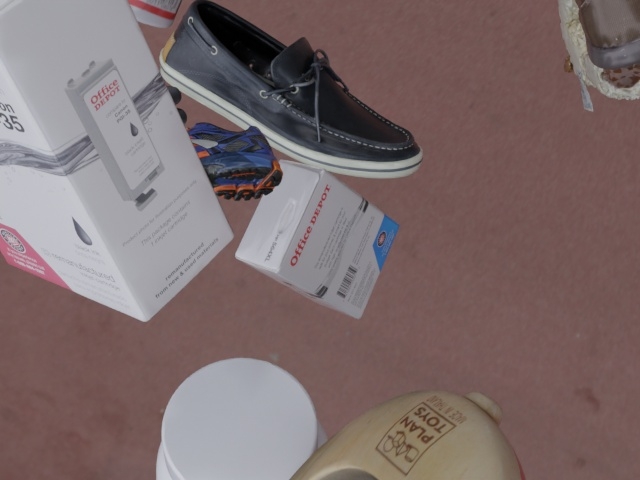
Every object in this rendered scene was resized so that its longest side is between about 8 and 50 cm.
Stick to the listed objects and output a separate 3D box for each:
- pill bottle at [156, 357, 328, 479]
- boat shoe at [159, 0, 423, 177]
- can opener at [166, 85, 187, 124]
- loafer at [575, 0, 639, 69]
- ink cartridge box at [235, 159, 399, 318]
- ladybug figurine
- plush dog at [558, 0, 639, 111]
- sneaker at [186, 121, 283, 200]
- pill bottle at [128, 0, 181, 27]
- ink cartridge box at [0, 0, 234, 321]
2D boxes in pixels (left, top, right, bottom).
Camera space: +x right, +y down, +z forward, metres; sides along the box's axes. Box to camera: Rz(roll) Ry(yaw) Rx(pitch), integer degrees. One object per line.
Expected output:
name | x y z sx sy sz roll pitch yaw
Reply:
pill bottle | -0.090 0.301 1.296 0.210 0.210 0.363 23 148 14
boat shoe | -0.046 -0.257 1.813 0.500 0.187 0.156 29 121 11
can opener | -0.350 -0.172 1.677 0.095 0.283 0.076 15 125 49
loafer | 0.348 -0.344 1.242 0.133 0.366 0.130 -17 124 17
ink cartridge box | 0.000 0.000 1.425 0.086 0.203 0.148 18 80 40
ladybug figurine | 0.040 0.335 0.918 0.162 0.305 0.449 37 87 -29
plush dog | 0.487 -0.328 1.604 0.225 0.210 0.262 -17 74 2
sneaker | -0.159 -0.097 1.269 0.221 0.087 0.083 1 145 -18
pill bottle | -0.204 -0.420 1.298 0.161 0.161 0.283 27 102 11
ink cartridge box | -0.218 -0.095 0.843 0.207 0.117 0.283 17 142 39
